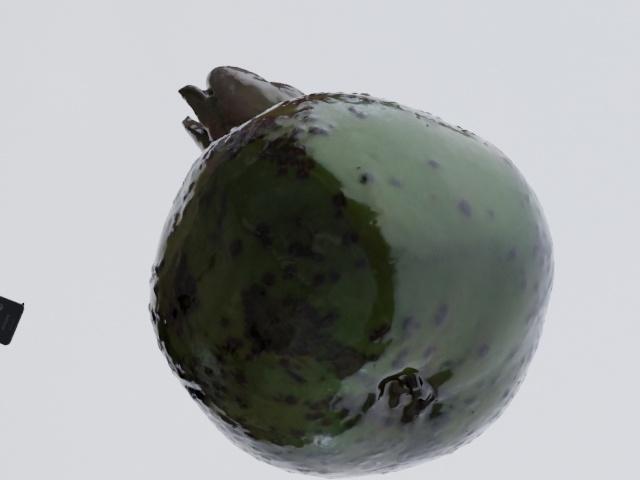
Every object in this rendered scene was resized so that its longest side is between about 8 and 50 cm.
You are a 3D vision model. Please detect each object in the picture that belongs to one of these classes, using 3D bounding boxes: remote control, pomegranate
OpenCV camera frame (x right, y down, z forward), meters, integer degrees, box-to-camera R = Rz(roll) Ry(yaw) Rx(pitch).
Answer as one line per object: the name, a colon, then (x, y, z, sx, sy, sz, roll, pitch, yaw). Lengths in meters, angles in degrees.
remote control: (-0.244, 0.040, 1.328, 0.016, 0.091, 0.034, -165, -82, -80)
pomegranate: (0.000, 0.000, 1.406, 0.285, 0.285, 0.340, -62, -141, 30)
